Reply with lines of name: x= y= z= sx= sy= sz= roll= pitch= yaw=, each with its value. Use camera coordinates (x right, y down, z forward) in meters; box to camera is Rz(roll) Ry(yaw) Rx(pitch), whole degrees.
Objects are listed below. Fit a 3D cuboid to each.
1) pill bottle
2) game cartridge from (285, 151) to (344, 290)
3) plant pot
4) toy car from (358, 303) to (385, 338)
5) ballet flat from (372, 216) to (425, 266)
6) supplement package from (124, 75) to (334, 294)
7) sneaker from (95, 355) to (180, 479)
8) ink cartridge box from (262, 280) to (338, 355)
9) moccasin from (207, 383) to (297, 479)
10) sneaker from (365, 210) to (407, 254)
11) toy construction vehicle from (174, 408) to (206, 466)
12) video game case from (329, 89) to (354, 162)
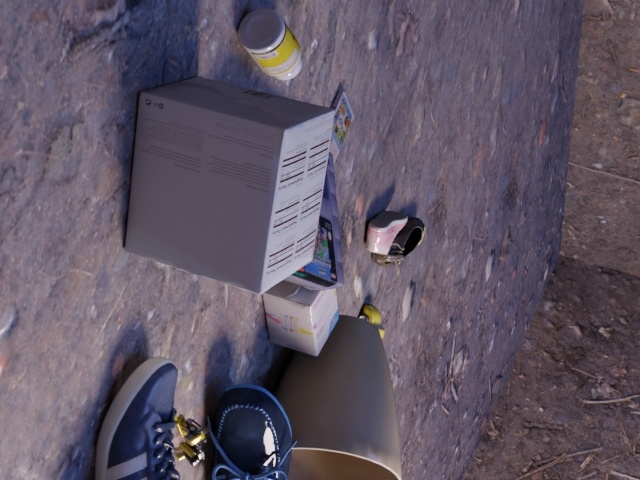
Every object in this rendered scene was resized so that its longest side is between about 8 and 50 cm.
pill bottle: x=-0.064 y=-0.262 z=1.571 sx=0.116 sy=0.065 sz=0.065 roll=48 pitch=60 yaw=-67
game cartridge: x=-0.042 y=-0.054 z=1.681 sx=0.355 sy=0.068 sz=0.230 roll=25 pitch=53 yaw=-70
plant pot: x=0.025 y=0.278 z=2.011 sx=0.256 sy=0.257 sz=0.274 roll=71 pitch=23 yaw=-57
toy car: x=0.073 y=0.273 z=2.350 sx=0.225 sy=0.053 sz=0.239 roll=-48 pitch=147 yaw=-51
ballet flat: x=0.176 y=0.008 z=2.413 sx=0.250 sy=0.058 sz=0.084 roll=-24 pitch=128 yaw=-65
supplement package: x=-0.109 y=-0.072 z=1.404 sx=0.149 sy=0.194 sz=0.203 roll=-31 pitch=134 yaw=-61
sneaker: x=-0.214 y=0.330 z=1.498 sx=0.131 sy=0.148 sz=0.350 roll=9 pitch=96 yaw=-70
ink cartridge box: x=-0.032 y=0.100 z=1.890 sx=0.143 sy=0.090 sz=0.092 roll=84 pitch=29 yaw=-44
moccasin: x=-0.100 y=0.374 z=1.815 sx=0.116 sy=0.138 sz=0.342 roll=-79 pitch=166 yaw=-51
sneaker: x=0.127 y=-0.013 z=2.284 sx=0.134 sy=0.051 sz=0.070 roll=-29 pitch=133 yaw=-58
toy construction vehicle: x=-0.194 y=0.268 z=1.588 sx=0.035 sy=0.098 sz=0.085 roll=-38 pitch=140 yaw=-27
video game case: x=0.022 y=-0.178 z=1.939 sx=0.122 sy=0.011 sz=0.087 roll=-67 pitch=158 yaw=-18
